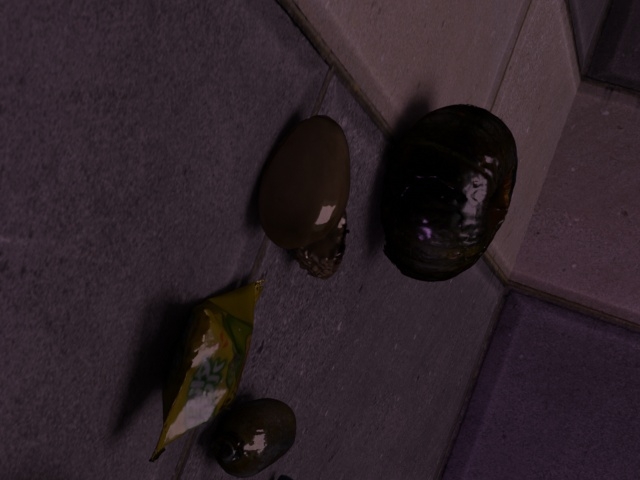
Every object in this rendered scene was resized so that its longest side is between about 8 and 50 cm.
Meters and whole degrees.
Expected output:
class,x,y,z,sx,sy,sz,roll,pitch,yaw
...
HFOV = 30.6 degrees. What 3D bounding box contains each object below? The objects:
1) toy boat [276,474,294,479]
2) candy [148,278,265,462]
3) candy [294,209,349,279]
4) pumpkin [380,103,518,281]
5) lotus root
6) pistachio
class,x,y,z,sx,sy,sz,roll,pitch,yaw
toy boat,-0.059,0.453,1.968,0.061,0.060,0.137,-19,125,-40
candy,-0.134,0.150,1.439,0.297,0.081,0.187,-29,136,-79
candy,0.000,0.000,1.662,0.110,0.085,0.095,81,25,-73
pumpkin,0.227,-0.090,2.040,0.320,0.192,0.320,-52,152,-44
lotus root,-0.097,0.281,1.654,0.113,0.088,0.192,-67,162,8
pistachio,-0.018,-0.073,1.519,0.108,0.126,0.185,-10,-124,61
